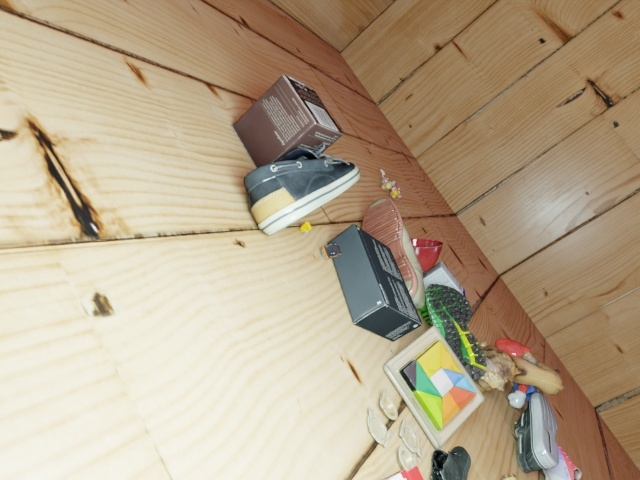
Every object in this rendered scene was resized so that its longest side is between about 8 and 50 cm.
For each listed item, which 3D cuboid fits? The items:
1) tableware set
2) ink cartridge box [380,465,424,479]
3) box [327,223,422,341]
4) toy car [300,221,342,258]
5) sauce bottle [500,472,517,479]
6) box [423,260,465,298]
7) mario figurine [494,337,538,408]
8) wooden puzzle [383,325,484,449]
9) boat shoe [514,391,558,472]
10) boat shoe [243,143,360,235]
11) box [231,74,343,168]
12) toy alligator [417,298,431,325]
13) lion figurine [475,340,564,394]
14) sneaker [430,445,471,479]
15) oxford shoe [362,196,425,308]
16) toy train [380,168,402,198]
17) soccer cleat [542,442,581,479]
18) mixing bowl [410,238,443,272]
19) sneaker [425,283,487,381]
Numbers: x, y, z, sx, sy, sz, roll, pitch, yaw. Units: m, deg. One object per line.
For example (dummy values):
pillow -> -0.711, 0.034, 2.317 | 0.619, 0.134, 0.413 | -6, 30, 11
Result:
tableware set -> 0.155, 0.392, 0.977 | 0.169, 0.020, 0.141 | 51, 23, -4
ink cartridge box -> 0.105, 0.445, 0.731 | 0.231, 0.078, 0.134 | 15, 44, -55
box -> 0.138, 0.109, 1.250 | 0.184, 0.103, 0.261 | 34, 29, -44
toy car -> 0.000, 0.000, 1.224 | 0.122, 0.040, 0.060 | 54, 44, -3
sauce bottle -> 0.498, 0.660, 1.210 | 0.042, 0.042, 0.128 | 35, 30, -36
box -> 0.403, 0.165, 1.637 | 0.137, 0.126, 0.072 | 51, 21, -4
mario figurine -> 0.721, 0.523, 1.782 | 0.198, 0.170, 0.320 | 109, -38, -74
wooden puzzle -> 0.285, 0.343, 1.163 | 0.238, 0.044, 0.221 | -25, 77, -42
boat shoe -> 0.673, 0.598, 1.526 | 0.121, 0.119, 0.335 | 57, 29, 2
boat shoe -> -0.034, -0.155, 1.211 | 0.156, 0.187, 0.500 | 58, 28, -3
box -> -0.086, -0.295, 1.281 | 0.167, 0.203, 0.168 | 58, 23, 14
toy alligator -> 0.335, 0.222, 1.529 | 0.190, 0.056, 0.051 | 48, 64, -10
lion figurine -> 0.658, 0.432, 1.562 | 0.392, 0.142, 0.240 | 8, 2, -5
sneaker -> 0.280, 0.482, 1.041 | 0.089, 0.051, 0.170 | 56, 26, -4
oxford shoe -> 0.231, 0.040, 1.508 | 0.146, 0.140, 0.397 | 38, 36, -44
toy train -> 0.310, -0.244, 2.163 | 0.166, 0.046, 0.125 | 35, 27, -43
soccer cleat -> 0.751, 0.708, 1.519 | 0.108, 0.116, 0.318 | 41, 26, -25
mixing bowl -> 0.325, 0.054, 1.639 | 0.181, 0.181, 0.098 | -23, 115, -67
sneaker -> 0.367, 0.274, 1.409 | 0.134, 0.146, 0.343 | 8, 47, -11
